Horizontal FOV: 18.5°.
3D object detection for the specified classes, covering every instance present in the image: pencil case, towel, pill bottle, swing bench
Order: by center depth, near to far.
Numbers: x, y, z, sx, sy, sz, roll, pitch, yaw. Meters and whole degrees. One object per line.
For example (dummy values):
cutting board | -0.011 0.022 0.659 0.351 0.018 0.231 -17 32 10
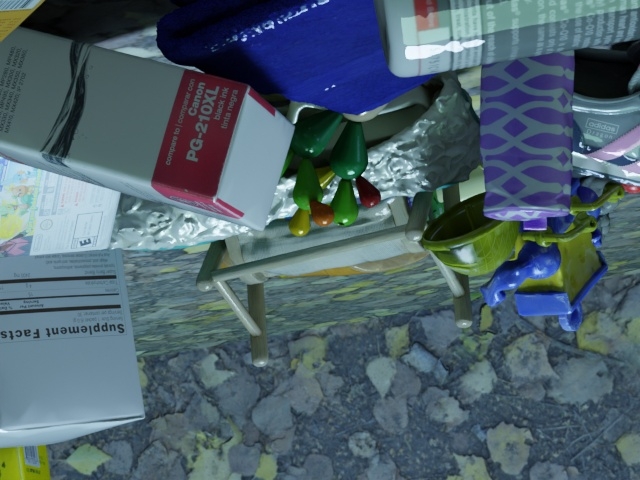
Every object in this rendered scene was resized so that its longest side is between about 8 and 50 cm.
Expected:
pill bottle | 0.173 -0.207 1.299 0.283 0.161 0.161 -9 171 0
towel | 0.032 -0.186 1.595 0.228 0.076 0.308 -22 166 26
pencil case | 0.186 -0.116 1.762 0.086 0.206 0.088 3 175 7
swing bench | 0.021 -0.027 2.111 0.253 0.254 0.165 -13 136 19

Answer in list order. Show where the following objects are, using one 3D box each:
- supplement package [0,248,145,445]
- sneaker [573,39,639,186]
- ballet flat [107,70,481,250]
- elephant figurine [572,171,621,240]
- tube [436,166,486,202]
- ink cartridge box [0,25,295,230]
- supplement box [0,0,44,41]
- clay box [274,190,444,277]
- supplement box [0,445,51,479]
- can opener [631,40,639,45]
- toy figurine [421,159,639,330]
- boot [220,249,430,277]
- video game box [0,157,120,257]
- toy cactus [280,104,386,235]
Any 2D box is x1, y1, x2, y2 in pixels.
supplement package | -0.314 0.061 2.028 0.175 0.293 0.177 -2 169 -37
sneaker | 0.334 -0.122 1.882 0.319 0.112 0.131 9 136 -3
ballet flat | -0.040 -0.099 1.953 0.409 0.147 0.147 -12 171 0
elephant figurine | 0.289 -0.067 2.346 0.186 0.169 0.239 18 -169 7
tube | 0.227 -0.077 2.487 0.240 0.062 0.070 -15 -146 5
ink cartridge box | -0.160 -0.093 1.585 0.237 0.100 0.172 15 176 13
supplement box | -0.250 -0.175 1.339 0.080 0.078 0.233 -7 172 -32
clay box | 0.047 -0.040 2.288 0.222 0.127 0.053 -11 171 9
supplement box | -0.430 0.142 2.204 0.194 0.356 0.195 -9 171 0
can opener | 0.424 -0.172 1.957 0.283 0.095 0.076 -6 173 24
toy figurine | 0.256 0.012 2.027 0.191 0.217 0.362 4 -151 28
boot | -0.001 0.001 2.630 0.295 0.104 0.211 -3 175 -5
video game box | -0.278 -0.061 1.836 0.187 0.048 0.205 -7 143 -22
toy cactus | 0.008 -0.111 1.832 0.180 0.219 0.112 -39 -154 -7
